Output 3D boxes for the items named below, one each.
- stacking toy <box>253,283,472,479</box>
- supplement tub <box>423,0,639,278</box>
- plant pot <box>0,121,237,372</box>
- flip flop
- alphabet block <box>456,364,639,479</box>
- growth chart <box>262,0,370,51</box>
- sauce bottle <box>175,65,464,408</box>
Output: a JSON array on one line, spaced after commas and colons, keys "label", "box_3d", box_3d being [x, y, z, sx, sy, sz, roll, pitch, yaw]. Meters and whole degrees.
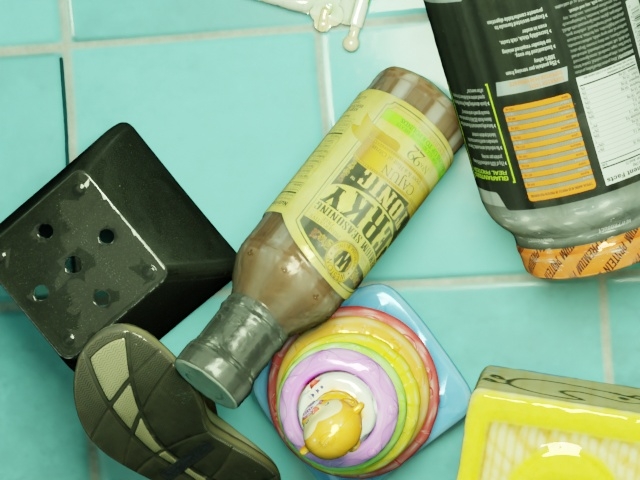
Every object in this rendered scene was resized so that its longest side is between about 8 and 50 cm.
[{"label": "stacking toy", "box_3d": [0.020, 0.148, 1.759, 0.175, 0.302, 0.165, -38, 89, 8]}, {"label": "supplement tub", "box_3d": [0.212, -0.138, 1.758, 0.194, 0.193, 0.316, -15, 105, 7]}, {"label": "plant pot", "box_3d": [-0.209, 0.018, 1.848, 0.187, 0.167, 0.188, -40, 89, 8]}, {"label": "flip flop", "box_3d": [-0.133, 0.165, 1.844, 0.112, 0.080, 0.277, -33, 131, 14]}, {"label": "alphabet block", "box_3d": [0.217, 0.228, 1.793, 0.192, 0.197, 0.193, 7, 94, 6]}, {"label": "growth chart", "box_3d": [-0.045, -0.300, 1.883, 0.237, 0.021, 0.172, 22, 95, 5]}, {"label": "sauce bottle", "box_3d": [0.000, 0.000, 1.788, 0.111, 0.111, 0.344, 35, 72, 4]}]
